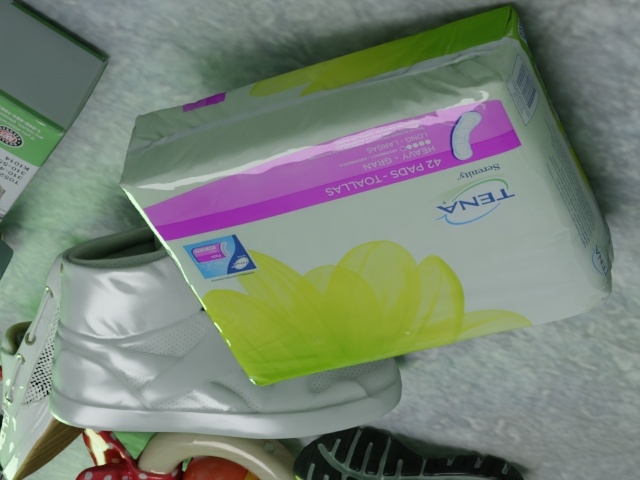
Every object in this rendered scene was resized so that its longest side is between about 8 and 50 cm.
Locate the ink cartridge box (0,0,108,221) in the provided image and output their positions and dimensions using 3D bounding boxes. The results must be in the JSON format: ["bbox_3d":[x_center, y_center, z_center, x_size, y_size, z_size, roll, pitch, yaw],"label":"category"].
[{"bbox_3d":[-0.286,-0.097,1.494,0.160,0.092,0.219,31,140,-11],"label":"ink cartridge box"}]

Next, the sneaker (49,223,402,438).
[{"bbox_3d":[-0.070,0.064,1.565,0.292,0.108,0.169,0,111,-12],"label":"sneaker"}]

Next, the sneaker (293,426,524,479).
[{"bbox_3d":[0.076,0.232,1.719,0.208,0.081,0.094,13,143,11],"label":"sneaker"}]

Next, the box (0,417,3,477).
[{"bbox_3d":[-0.437,0.228,1.973,0.216,0.060,0.270,27,142,-5],"label":"box"}]

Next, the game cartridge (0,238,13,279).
[{"bbox_3d":[-0.395,-0.022,1.553,0.294,0.196,0.060,32,117,-10],"label":"game cartridge"}]

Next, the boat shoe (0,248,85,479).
[{"bbox_3d":[-0.239,0.108,1.717,0.096,0.098,0.277,42,130,12],"label":"boat shoe"}]

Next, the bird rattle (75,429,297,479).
[{"bbox_3d":[-0.106,0.232,1.810,0.253,0.143,0.207,42,127,-4],"label":"bird rattle"}]

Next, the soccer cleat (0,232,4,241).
[{"bbox_3d":[-0.287,0.016,1.681,0.035,0.029,0.083,27,146,-21],"label":"soccer cleat"}]

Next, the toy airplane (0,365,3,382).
[{"bbox_3d":[-0.279,0.130,1.809,0.151,0.028,0.151,14,142,11],"label":"toy airplane"}]

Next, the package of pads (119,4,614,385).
[{"bbox_3d":[0.040,-0.019,1.379,0.296,0.101,0.229,-15,130,21],"label":"package of pads"}]
